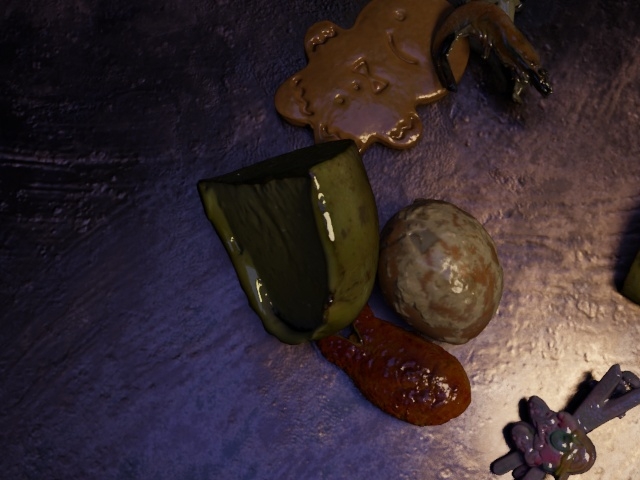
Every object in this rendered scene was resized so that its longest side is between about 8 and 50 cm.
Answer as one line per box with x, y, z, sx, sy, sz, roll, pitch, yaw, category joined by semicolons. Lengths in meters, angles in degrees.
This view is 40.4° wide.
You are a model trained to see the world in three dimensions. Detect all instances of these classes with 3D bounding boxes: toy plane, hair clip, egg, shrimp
0.307;-0.376;1.483;0.108;0.092;0.286;-25;78;18;toy plane
0.387;0.283;1.345;0.278;0.090;0.137;-37;71;-6;hair clip
0.183;0.048;1.346;0.195;0.195;0.233;-20;96;-2;egg
0.275;-0.289;1.421;0.152;0.046;0.219;-44;76;11;shrimp

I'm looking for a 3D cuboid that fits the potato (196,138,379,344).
0.000;0.000;1.355;0.213;0.330;0.280;-21;101;-33;potato

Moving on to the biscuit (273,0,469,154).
0.097;-0.286;1.485;0.355;0.052;0.275;-37;80;-5;biscuit

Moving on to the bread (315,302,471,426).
0.113;0.192;1.368;0.269;0.095;0.139;38;75;12;bread

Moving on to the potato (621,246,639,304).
0.647;0.018;1.346;0.255;0.112;0.269;29;82;24;potato
